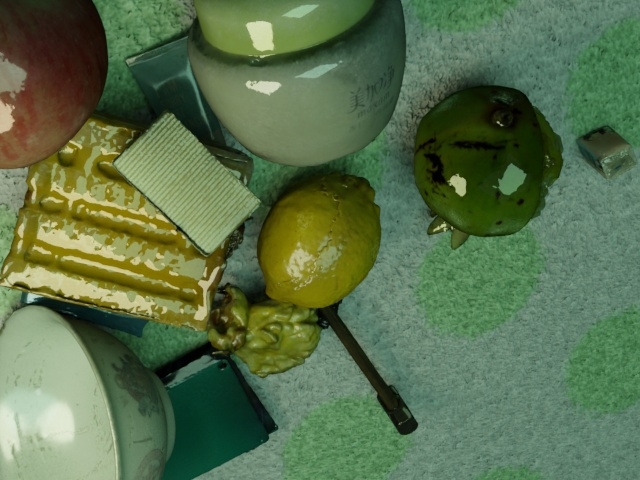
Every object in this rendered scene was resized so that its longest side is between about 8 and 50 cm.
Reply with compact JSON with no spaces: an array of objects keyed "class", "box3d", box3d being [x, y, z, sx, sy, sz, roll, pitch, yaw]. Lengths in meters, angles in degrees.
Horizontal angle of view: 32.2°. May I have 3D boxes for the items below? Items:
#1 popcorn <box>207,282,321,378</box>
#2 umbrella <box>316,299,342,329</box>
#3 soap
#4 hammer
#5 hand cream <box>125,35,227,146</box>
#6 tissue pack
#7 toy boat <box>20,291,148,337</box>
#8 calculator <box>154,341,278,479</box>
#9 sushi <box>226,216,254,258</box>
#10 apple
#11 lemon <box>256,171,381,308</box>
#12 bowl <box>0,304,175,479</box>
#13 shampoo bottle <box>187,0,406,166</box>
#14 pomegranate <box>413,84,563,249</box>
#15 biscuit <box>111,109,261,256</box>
[{"class":"popcorn","box3d":[-0.099,0.154,1.948,0.168,0.174,0.195,-18,142,42]},{"class":"umbrella","box3d":[0.023,0.113,2.045,0.037,0.040,0.144,12,113,-38]},{"class":"soap","box3d":[-0.299,-0.038,1.720,0.335,0.156,0.294,13,97,-10]},{"class":"hammer","box3d":[0.077,0.225,2.072,0.043,0.111,0.365,-34,126,0]},{"class":"hand cream","box3d":[-0.200,-0.173,1.794,0.111,0.070,0.312,-21,120,5]},{"class":"tissue pack","box3d":[0.530,-0.162,2.050,0.074,0.094,0.059,-27,124,-3]},{"class":"toy boat","box3d":[-0.378,0.090,1.854,0.237,0.109,0.098,20,83,-23]},{"class":"calculator","box3d":[-0.246,0.333,2.052,0.274,0.058,0.248,-29,122,-3]},{"class":"sushi","box3d":[-0.163,-0.004,1.904,0.055,0.052,0.120,24,107,-29]},{"class":"apple","box3d":[-0.457,-0.249,1.514,0.344,0.345,0.269,-8,131,-16]},{"class":"lemon","box3d":[0.000,0.000,1.881,0.204,0.204,0.260,33,96,-31]},{"class":"bowl","box3d":[-0.368,0.312,1.832,0.196,0.435,0.435,-6,121,-42]},{"class":"shampoo bottle","box3d":[-0.032,-0.285,1.646,0.322,0.322,0.317,-21,132,-9]},{"class":"pomegranate","box3d":[0.271,-0.114,1.904,0.260,0.260,0.341,2,140,-21]},{"class":"biscuit","box3d":[-0.197,-0.083,1.635,0.121,0.040,0.199,-45,103,-6]}]
